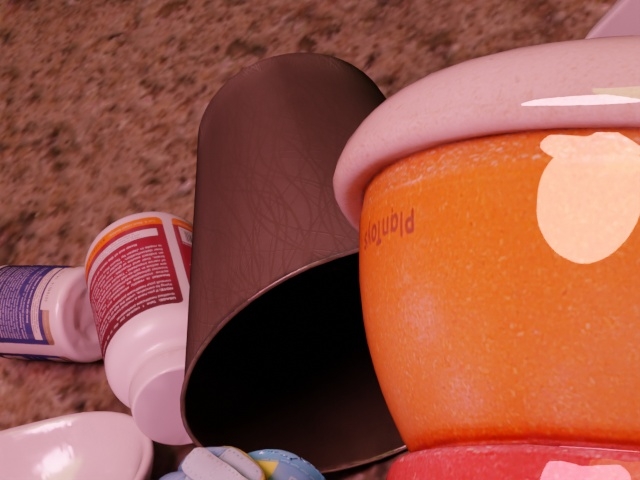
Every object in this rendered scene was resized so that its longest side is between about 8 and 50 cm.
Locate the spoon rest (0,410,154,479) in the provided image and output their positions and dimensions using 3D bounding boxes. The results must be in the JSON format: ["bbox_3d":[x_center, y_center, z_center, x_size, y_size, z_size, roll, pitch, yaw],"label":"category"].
[{"bbox_3d":[-0.229,0.171,1.010,0.276,0.084,0.137,-18,28,19],"label":"spoon rest"}]

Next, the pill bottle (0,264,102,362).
[{"bbox_3d":[-0.201,0.050,1.128,0.120,0.067,0.067,0,54,37],"label":"pill bottle"}]

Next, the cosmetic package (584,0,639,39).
[{"bbox_3d":[0.252,-0.180,0.888,0.099,0.060,0.239,-40,-5,-47],"label":"cosmetic package"}]

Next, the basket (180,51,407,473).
[{"bbox_3d":[0.000,0.000,0.964,0.204,0.154,0.227,-27,38,8],"label":"basket"}]

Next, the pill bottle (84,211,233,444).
[{"bbox_3d":[-0.100,0.056,1.027,0.086,0.086,0.152,-33,38,8],"label":"pill bottle"}]

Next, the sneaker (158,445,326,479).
[{"bbox_3d":[-0.068,0.203,0.795,0.208,0.127,0.319,-38,21,-2],"label":"sneaker"}]

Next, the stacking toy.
[{"bbox_3d":[0.142,0.189,0.629,0.350,0.350,0.480,1,73,37],"label":"stacking toy"}]
